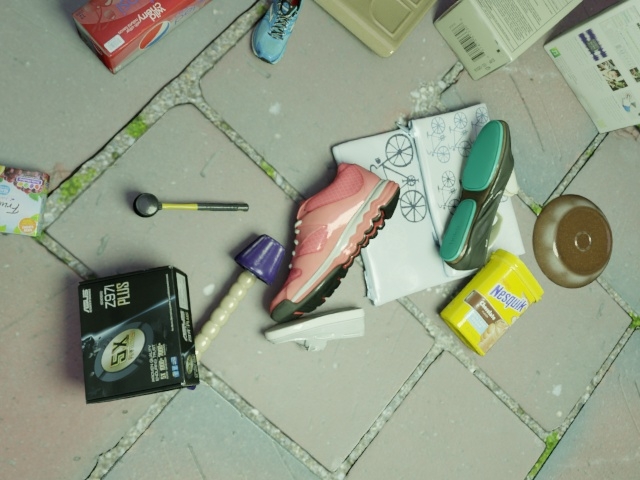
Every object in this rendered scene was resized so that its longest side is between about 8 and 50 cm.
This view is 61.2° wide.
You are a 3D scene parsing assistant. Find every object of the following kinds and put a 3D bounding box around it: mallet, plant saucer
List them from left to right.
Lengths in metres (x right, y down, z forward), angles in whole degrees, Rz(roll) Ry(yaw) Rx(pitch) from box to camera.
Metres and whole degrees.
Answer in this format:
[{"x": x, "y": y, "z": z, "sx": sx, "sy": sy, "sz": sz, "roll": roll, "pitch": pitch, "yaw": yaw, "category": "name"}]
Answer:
[{"x": -0.217, "y": -0.056, "z": 0.907, "sx": 0.189, "sy": 0.062, "sz": 0.039, "roll": 0, "pitch": 90, "yaw": -31, "category": "mallet"}, {"x": 0.533, "y": 0.001, "z": 1.120, "sx": 0.198, "sy": 0.036, "sz": 0.199, "roll": 0, "pitch": 89, "yaw": -17, "category": "plant saucer"}]

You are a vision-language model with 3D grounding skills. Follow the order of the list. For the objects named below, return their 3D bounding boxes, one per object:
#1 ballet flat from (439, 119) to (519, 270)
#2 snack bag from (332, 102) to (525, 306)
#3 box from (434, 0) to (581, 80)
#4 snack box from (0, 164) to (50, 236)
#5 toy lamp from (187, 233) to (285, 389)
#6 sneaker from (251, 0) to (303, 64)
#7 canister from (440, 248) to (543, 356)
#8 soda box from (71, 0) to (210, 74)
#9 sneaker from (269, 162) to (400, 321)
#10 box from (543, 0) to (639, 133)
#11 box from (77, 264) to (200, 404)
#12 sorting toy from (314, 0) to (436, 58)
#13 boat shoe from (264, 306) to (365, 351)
[{"x": 0.301, "y": -0.076, "z": 0.996, "sx": 0.096, "sy": 0.095, "sz": 0.281, "roll": 18, "pitch": 94, "yaw": -26, "category": "ballet flat"}, {"x": 0.208, "y": -0.074, "z": 1.027, "sx": 0.342, "sy": 0.037, "sz": 0.323, "roll": -15, "pitch": 93, "yaw": -16, "category": "snack bag"}, {"x": 0.362, "y": -0.444, "z": 1.036, "sx": 0.232, "sy": 0.127, "sz": 0.149, "roll": -41, "pitch": 99, "yaw": -14, "category": "box"}, {"x": -0.496, "y": -0.064, "z": 0.820, "sx": 0.141, "sy": 0.037, "sz": 0.100, "roll": 8, "pitch": 87, "yaw": -16, "category": "snack box"}, {"x": -0.154, "y": 0.112, "z": 0.894, "sx": 0.080, "sy": 0.080, "sz": 0.275, "roll": 35, "pitch": 80, "yaw": -12, "category": "toy lamp"}, {"x": -0.071, "y": -0.385, "z": 0.935, "sx": 0.063, "sy": 0.073, "sz": 0.162, "roll": 20, "pitch": 83, "yaw": -15, "category": "sneaker"}, {"x": 0.321, "y": 0.119, "z": 1.020, "sx": 0.170, "sy": 0.073, "sz": 0.126, "roll": -46, "pitch": 114, "yaw": -5, "category": "canister"}, {"x": -0.261, "y": -0.388, "z": 0.870, "sx": 0.263, "sy": 0.092, "sz": 0.083, "roll": -43, "pitch": 99, "yaw": -13, "category": "soda box"}, {"x": 0.000, "y": 0.000, "z": 0.943, "sx": 0.136, "sy": 0.116, "sz": 0.314, "roll": 38, "pitch": 85, "yaw": 17, "category": "sneaker"}, {"x": 0.592, "y": -0.333, "z": 0.999, "sx": 0.058, "sy": 0.322, "sz": 0.232, "roll": -40, "pitch": 100, "yaw": -10, "category": "box"}, {"x": -0.273, "y": 0.141, "z": 0.816, "sx": 0.147, "sy": 0.077, "sz": 0.180, "roll": -10, "pitch": 76, "yaw": 2, "category": "box"}, {"x": 0.069, "y": -0.509, "z": 1.003, "sx": 0.307, "sy": 0.041, "sz": 0.229, "roll": 39, "pitch": 76, "yaw": -5, "category": "sorting toy"}, {"x": -0.006, "y": 0.163, "z": 0.948, "sx": 0.184, "sy": 0.066, "sz": 0.063, "roll": -10, "pitch": 90, "yaw": -26, "category": "boat shoe"}]
